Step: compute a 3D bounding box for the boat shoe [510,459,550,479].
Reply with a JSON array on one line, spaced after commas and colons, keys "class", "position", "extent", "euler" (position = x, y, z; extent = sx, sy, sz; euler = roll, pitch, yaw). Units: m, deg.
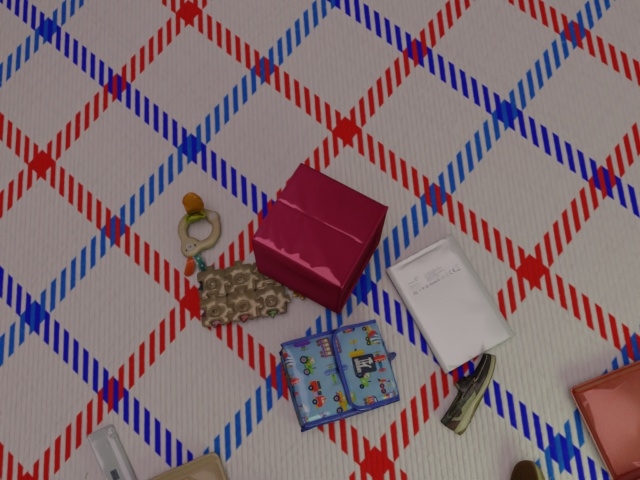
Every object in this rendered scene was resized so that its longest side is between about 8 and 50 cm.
[{"class": "boat shoe", "position": [0.529, 0.679, 1.633], "extent": [0.089, 0.104, 0.286], "euler": [4, 77, -32]}]

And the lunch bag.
[{"class": "lunch bag", "position": [0.061, 0.347, 1.764], "extent": [0.293, 0.138, 0.221], "euler": [-15, 72, -11]}]

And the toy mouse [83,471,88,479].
[{"class": "toy mouse", "position": [-0.653, 0.681, 1.774], "extent": [0.160, 0.031, 0.143], "euler": [24, 78, 12]}]

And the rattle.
[{"class": "rattle", "position": [-0.353, -0.011, 1.886], "extent": [0.130, 0.143, 0.200], "euler": [20, 70, -8]}]

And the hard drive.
[{"class": "hard drive", "position": [0.345, 0.167, 1.813], "extent": [0.210, 0.040, 0.319], "euler": [-28, 74, -2]}]

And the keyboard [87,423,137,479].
[{"class": "keyboard", "position": [-0.534, 0.615, 1.777], "extent": [0.072, 0.014, 0.256], "euler": [-23, 72, -24]}]

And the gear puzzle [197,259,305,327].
[{"class": "gear puzzle", "position": [-0.172, 0.137, 1.877], "extent": [0.338, 0.044, 0.176], "euler": [-10, 72, 0]}]

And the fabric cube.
[{"class": "fabric cube", "position": [0.000, 0.000, 1.765], "extent": [0.258, 0.254, 0.259], "euler": [27, 70, 11]}]

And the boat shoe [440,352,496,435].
[{"class": "boat shoe", "position": [0.379, 0.385, 1.729], "extent": [0.073, 0.080, 0.224], "euler": [26, 83, 7]}]

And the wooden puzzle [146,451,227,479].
[{"class": "wooden puzzle", "position": [-0.327, 0.698, 1.735], "extent": [0.220, 0.044, 0.239], "euler": [-23, 78, -1]}]

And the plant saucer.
[{"class": "plant saucer", "position": [0.794, 0.449, 1.687], "extent": [0.258, 0.048, 0.259], "euler": [-21, 73, 0]}]
